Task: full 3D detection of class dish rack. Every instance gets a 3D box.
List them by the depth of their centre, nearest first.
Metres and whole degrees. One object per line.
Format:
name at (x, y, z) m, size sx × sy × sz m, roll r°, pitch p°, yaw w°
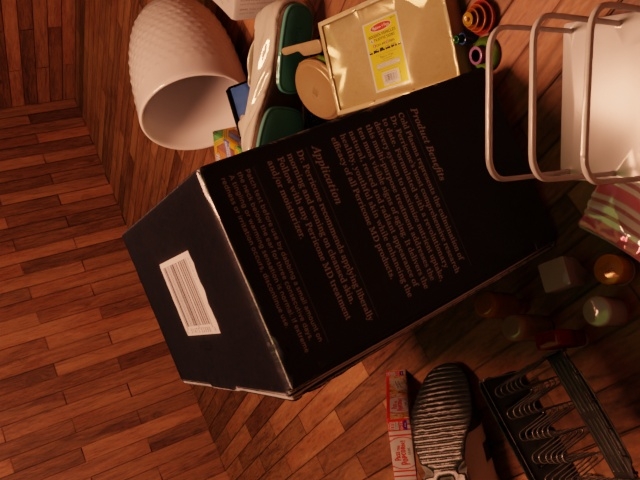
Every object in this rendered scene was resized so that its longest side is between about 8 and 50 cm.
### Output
dish rack at (0.335, 0.267, 0.958) m, size 0.208 × 0.074 × 0.271 m, roll 62°, pitch 170°, yaw 17°

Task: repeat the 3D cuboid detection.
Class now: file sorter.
file sorter at (0.324, -0.148, 0.690) m, size 0.277 × 0.173 × 0.193 m, roll 13°, pitch 108°, yaw 56°

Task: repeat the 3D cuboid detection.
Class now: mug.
mug at (-0.332, -0.420, 1.711) m, size 0.374 × 0.276 × 0.328 m, roll 63°, pitch -173°, yaw -63°

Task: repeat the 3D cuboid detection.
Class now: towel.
towel at (0.395, -0.064, 0.793) m, size 0.144 × 0.029 × 0.197 m, roll 44°, pitch 140°, yaw 42°

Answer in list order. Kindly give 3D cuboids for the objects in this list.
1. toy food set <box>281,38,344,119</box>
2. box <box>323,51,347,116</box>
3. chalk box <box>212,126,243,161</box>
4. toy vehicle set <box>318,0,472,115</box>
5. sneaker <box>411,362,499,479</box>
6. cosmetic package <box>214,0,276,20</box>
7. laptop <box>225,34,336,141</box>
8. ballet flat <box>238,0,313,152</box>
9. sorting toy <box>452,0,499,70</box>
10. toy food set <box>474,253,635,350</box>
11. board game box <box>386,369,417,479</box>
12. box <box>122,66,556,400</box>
toy food set at (0.006, -0.289, 1.264) m, size 0.132 × 0.038 × 0.192 m, roll 10°, pitch 130°, yaw 49°
box at (0.082, -0.304, 1.218) m, size 0.184 × 0.045 × 0.191 m, roll -12°, pitch 94°, yaw 64°
chalk box at (-0.154, -0.186, 1.610) m, size 0.213 × 0.132 × 0.133 m, roll 36°, pitch 135°, yaw 49°
toy vehicle set at (0.114, -0.314, 1.092) m, size 0.266 × 0.035 × 0.166 m, roll -5°, pitch 100°, yaw 47°
sneaker at (0.252, 0.391, 1.201) m, size 0.122 × 0.146 × 0.331 m, roll -15°, pitch 66°, yaw 36°
cosmetic package at (-0.138, -0.571, 1.358) m, size 0.151 × 0.151 × 0.184 m, roll 49°, pitch 143°, yaw 36°
laptop at (-0.067, -0.268, 1.406) m, size 0.264 × 0.136 × 0.235 m, roll -19°, pitch 88°, yaw 62°
ballet flat at (-0.101, -0.282, 1.350) m, size 0.139 × 0.139 × 0.401 m, roll 21°, pitch 104°, yaw 56°
sorting toy at (0.223, -0.294, 0.968) m, size 0.061 × 0.042 × 0.102 m, roll 18°, pitch 120°, yaw 57°
toy food set at (0.343, 0.092, 0.932) m, size 0.232 × 0.104 × 0.111 m, roll -30°, pitch 63°, yaw 43°
board game box at (0.159, 0.365, 1.318) m, size 0.193 × 0.045 × 0.147 m, roll -71°, pitch -26°, yaw -74°
box at (0.000, 0.000, 1.046) m, size 0.480 × 0.471 × 0.298 m, roll -19°, pitch 94°, yaw 62°
